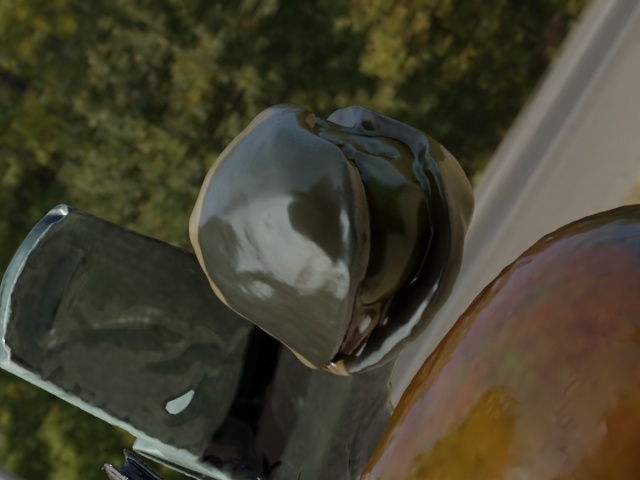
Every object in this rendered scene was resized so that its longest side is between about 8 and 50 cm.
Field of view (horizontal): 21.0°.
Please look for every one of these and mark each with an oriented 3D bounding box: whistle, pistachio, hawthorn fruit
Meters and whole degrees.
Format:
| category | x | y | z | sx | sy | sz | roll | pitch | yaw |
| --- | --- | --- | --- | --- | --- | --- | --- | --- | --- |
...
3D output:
| category | x | y | z | sx | sy | sz | roll | pitch | yaw |
| --- | --- | --- | --- | --- | --- | --- | --- | --- | --- |
| whistle | -0.079 | 0.112 | 1.415 | 0.405 | 0.188 | 0.168 | 36 | -108 | -53 |
| pistachio | 0.000 | 0.000 | 1.228 | 0.288 | 0.166 | 0.197 | 180 | 88 | -74 |
| hawthorn fruit | 0.164 | 0.102 | 0.727 | 0.300 | 0.268 | 0.268 | -63 | -2 | 17 |

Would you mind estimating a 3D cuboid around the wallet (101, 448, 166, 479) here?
| category | x | y | z | sx | sy | sz | roll | pitch | yaw |
| --- | --- | --- | --- | --- | --- | --- | --- | --- | --- |
| wallet | -0.102 | 0.251 | 1.423 | 0.031 | 0.198 | 0.110 | -39 | -48 | -21 |
